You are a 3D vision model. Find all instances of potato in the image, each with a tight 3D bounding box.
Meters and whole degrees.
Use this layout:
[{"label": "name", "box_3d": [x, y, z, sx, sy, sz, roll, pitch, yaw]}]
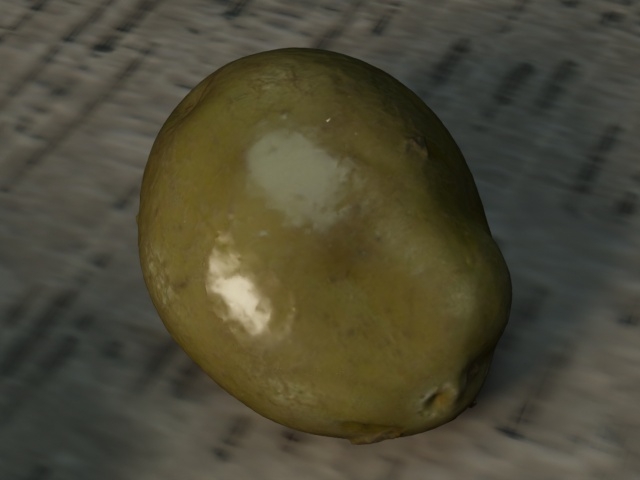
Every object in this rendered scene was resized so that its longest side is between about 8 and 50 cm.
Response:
[{"label": "potato", "box_3d": [0.000, 0.000, 0.634, 0.235, 0.160, 0.178, 46, 107, 21]}]
